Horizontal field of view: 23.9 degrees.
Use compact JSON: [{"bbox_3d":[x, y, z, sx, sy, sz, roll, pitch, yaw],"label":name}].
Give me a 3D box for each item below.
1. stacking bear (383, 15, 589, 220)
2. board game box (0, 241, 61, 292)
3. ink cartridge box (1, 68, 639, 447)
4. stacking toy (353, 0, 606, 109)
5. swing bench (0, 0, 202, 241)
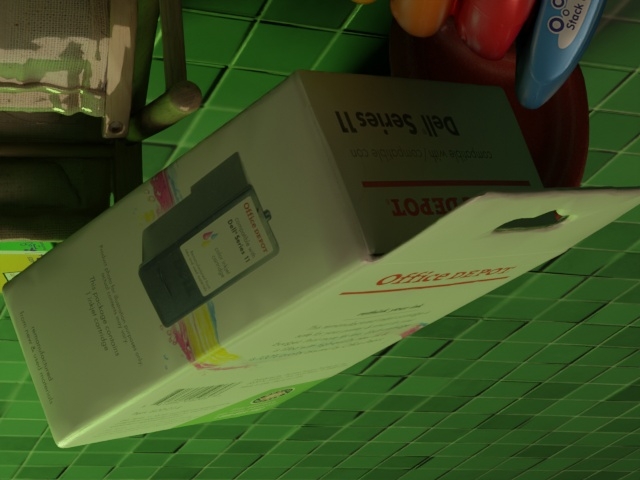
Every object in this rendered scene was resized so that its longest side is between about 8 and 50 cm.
[{"bbox_3d":[0.040,-0.039,1.135,0.175,0.164,0.289,12,155,-36],"label":"stacking bear"},{"bbox_3d":[-0.370,-0.020,1.171,0.316,0.064,0.242,-6,156,0],"label":"board game box"},{"bbox_3d":[0.000,0.000,0.912,0.353,0.119,0.207,-31,162,36],"label":"ink cartridge box"},{"bbox_3d":[0.007,-0.196,0.795,0.302,0.166,0.175,13,122,1],"label":"stacking toy"},{"bbox_3d":[-0.219,-0.106,0.907,0.253,0.165,0.255,0,161,-15],"label":"swing bench"}]
